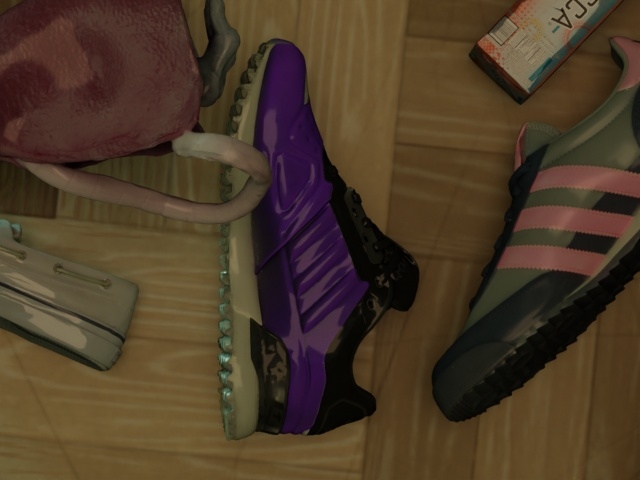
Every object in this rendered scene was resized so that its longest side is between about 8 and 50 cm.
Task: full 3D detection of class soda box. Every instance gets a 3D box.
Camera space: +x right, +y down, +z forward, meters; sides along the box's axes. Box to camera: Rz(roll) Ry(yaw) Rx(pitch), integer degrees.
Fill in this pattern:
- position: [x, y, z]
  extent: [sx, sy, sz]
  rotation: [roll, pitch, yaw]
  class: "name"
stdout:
- position: [0.194, -0.187, 1.448]
  extent: [0.058, 0.063, 0.183]
  rotation: [45, 88, 1]
  class: "soda box"

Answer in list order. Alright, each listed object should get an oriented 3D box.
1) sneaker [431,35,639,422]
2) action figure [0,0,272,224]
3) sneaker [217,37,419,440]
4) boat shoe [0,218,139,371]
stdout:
- position: [0.172, -0.011, 1.430]
  extent: [0.131, 0.112, 0.319]
  rotation: [42, 84, 18]
  class: "sneaker"
- position: [-0.252, -0.083, 1.337]
  extent: [0.370, 0.248, 0.275]
  rotation: [-15, 70, -17]
  class: "action figure"
- position: [0.000, 0.000, 1.424]
  extent: [0.146, 0.102, 0.293]
  rotation: [1, 91, -6]
  class: "sneaker"
- position: [-0.243, 0.020, 1.431]
  extent: [0.226, 0.083, 0.075]
  rotation: [26, 75, -11]
  class: "boat shoe"
